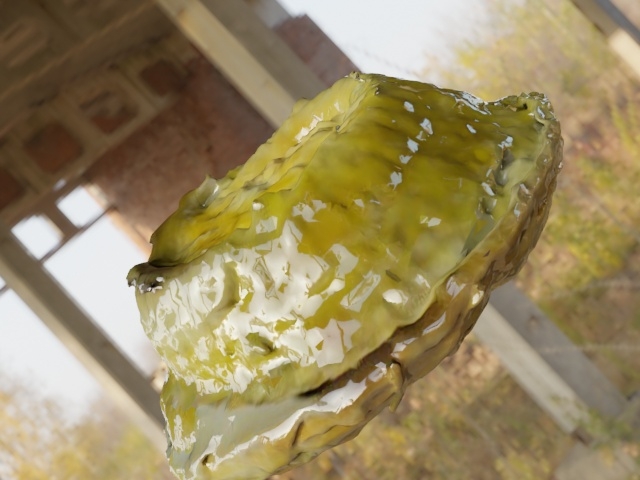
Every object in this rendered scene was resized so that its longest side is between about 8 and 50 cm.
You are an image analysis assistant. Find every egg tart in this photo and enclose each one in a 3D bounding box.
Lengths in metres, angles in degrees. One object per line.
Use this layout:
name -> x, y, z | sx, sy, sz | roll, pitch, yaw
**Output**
egg tart -> 0.000, 0.000, 0.839 | 0.345, 0.132, 0.345 | -39, 15, 12
